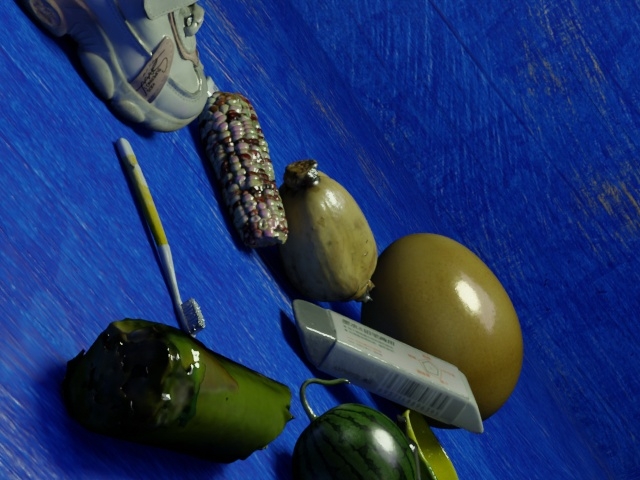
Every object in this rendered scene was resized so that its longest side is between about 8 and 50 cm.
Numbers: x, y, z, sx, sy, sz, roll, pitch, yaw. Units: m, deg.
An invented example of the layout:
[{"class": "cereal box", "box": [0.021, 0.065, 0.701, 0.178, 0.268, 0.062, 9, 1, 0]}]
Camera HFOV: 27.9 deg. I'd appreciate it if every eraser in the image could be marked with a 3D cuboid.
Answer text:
[{"class": "eraser", "box": [0.100, 0.183, 1.859, 0.352, 0.061, 0.089, 25, 23, -22]}]

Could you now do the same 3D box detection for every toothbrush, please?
[{"class": "toothbrush", "box": [-0.189, -0.011, 1.507, 0.021, 0.024, 0.288, 35, 27, -57]}]

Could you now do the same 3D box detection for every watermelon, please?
[{"class": "watermelon", "box": [0.027, 0.247, 1.496, 0.187, 0.140, 0.140, 51, 12, 6]}]

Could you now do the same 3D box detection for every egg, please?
[{"class": "egg", "box": [0.190, 0.144, 2.062, 0.250, 0.250, 0.322, -50, 122, -77]}]

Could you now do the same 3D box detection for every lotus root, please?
[{"class": "lotus root", "box": [0.000, 0.000, 1.920, 0.154, 0.140, 0.257, 25, -35, 52]}]

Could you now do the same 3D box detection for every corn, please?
[{"class": "corn", "box": [-0.112, -0.102, 1.878, 0.092, 0.092, 0.280, 40, 26, -55]}]

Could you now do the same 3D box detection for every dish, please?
[{"class": "dish", "box": [0.136, 0.330, 1.842, 0.149, 0.080, 0.208, 49, 14, -35]}]

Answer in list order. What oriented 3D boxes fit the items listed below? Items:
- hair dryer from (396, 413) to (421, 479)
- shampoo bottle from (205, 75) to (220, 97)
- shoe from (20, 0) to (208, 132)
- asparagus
[{"class": "hair dryer", "box": [0.109, 0.333, 1.575, 0.195, 0.078, 0.248, -92, 173, -65]}, {"class": "shampoo bottle", "box": [-0.163, -0.203, 2.006, 0.099, 0.043, 0.072, 56, 14, -18]}, {"class": "shoe", "box": [-0.225, -0.292, 1.624, 0.351, 0.198, 0.172, 46, 20, -42]}, {"class": "asparagus", "box": [-0.106, 0.158, 1.239, 0.382, 0.128, 0.108, 36, 62, -62]}]
